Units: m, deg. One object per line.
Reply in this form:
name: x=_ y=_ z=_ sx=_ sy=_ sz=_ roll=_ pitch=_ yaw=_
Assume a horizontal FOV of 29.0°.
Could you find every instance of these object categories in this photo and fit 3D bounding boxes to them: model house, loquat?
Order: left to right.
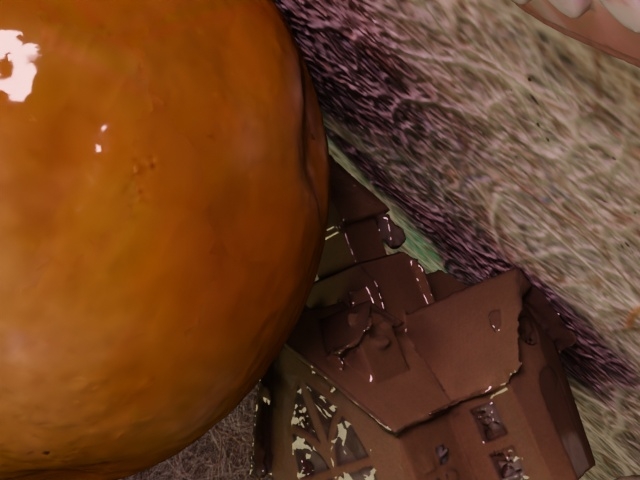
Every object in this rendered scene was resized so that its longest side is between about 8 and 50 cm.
loquat: x=-0.151 y=-0.031 z=0.616 sx=0.328 sy=0.328 sz=0.328 roll=42 pitch=171 yaw=8
model house: x=0.048 y=0.044 z=0.741 sx=0.176 sy=0.181 sz=0.248 roll=-27 pitch=83 yaw=39

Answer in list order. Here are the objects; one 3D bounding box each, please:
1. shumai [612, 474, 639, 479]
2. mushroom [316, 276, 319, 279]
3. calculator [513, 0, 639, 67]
shumai: x=0.230 y=0.291 z=0.761 sx=0.225 sy=0.261 sz=0.222 roll=-3 pitch=151 yaw=30
mushroom: x=0.000 y=0.000 z=0.880 sx=0.083 sy=0.067 sz=0.083 roll=49 pitch=171 yaw=11
calculator: x=0.069 y=-0.100 z=0.220 sx=0.220 sy=0.048 sz=0.329 roll=47 pitch=172 yaw=-30
